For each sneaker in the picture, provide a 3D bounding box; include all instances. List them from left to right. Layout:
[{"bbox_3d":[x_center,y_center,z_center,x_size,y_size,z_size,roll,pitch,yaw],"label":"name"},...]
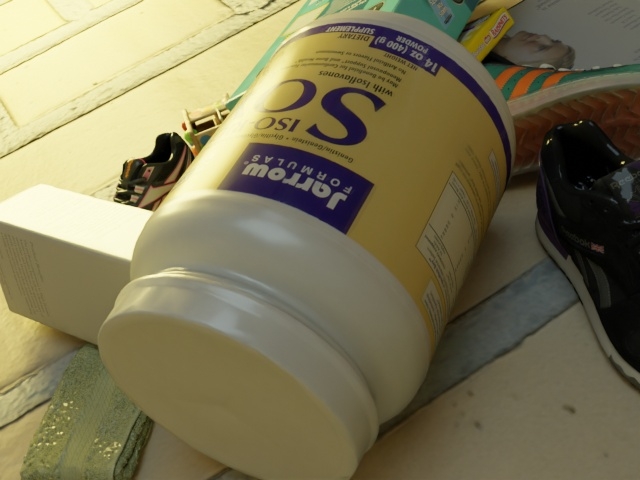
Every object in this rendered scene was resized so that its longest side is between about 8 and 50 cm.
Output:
[{"bbox_3d":[-0.198,-0.050,0.948,0.072,0.077,0.178,8,50,29],"label":"sneaker"},{"bbox_3d":[0.209,-0.131,0.854,0.302,0.108,0.121,-9,45,18],"label":"sneaker"},{"bbox_3d":[0.247,0.010,0.686,0.107,0.124,0.283,-25,43,-5],"label":"sneaker"}]

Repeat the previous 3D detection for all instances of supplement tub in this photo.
[{"bbox_3d":[0.000,0.000,0.702,0.241,0.241,0.331,8,49,27],"label":"supplement tub"}]

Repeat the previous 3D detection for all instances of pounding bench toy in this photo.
[{"bbox_3d":[-0.121,-0.118,1.008,0.065,0.052,0.083,-22,43,-2],"label":"pounding bench toy"}]

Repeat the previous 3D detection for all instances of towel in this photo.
[{"bbox_3d":[-0.196,0.152,0.776,0.110,0.027,0.148,-2,45,19],"label":"towel"}]

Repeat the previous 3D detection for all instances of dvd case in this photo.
[{"bbox_3d":[0.301,-0.217,0.977,0.180,0.022,0.253,-31,44,-13],"label":"dvd case"}]

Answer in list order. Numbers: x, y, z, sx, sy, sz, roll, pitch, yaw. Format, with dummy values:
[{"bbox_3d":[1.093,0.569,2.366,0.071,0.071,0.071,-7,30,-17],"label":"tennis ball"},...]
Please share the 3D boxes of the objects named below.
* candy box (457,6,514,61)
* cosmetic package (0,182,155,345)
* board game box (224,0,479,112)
[{"bbox_3d":[0.102,-0.183,0.942,0.206,0.027,0.105,-13,31,51],"label":"candy box"},{"bbox_3d":[-0.210,0.028,0.827,0.231,0.117,0.085,14,36,32],"label":"cosmetic package"},{"bbox_3d":[0.070,-0.265,0.993,0.254,0.079,0.336,-17,33,46],"label":"board game box"}]
